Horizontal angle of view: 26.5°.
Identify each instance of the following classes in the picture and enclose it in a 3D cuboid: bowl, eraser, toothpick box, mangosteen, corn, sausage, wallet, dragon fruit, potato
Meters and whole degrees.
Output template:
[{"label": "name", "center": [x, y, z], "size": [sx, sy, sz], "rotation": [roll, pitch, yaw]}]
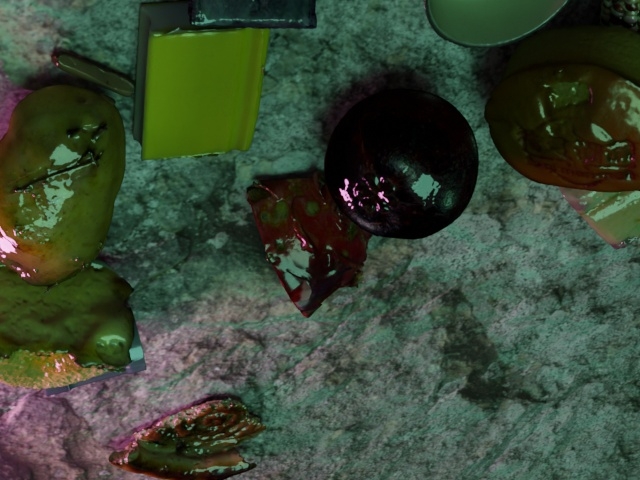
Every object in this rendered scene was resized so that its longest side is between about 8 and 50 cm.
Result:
[{"label": "bowl", "center": [0.213, -0.352, 1.700], "size": [0.211, 0.112, 0.211], "rotation": [-12, 138, -11]}, {"label": "eraser", "center": [-0.153, -0.204, 1.734], "size": [0.158, 0.069, 0.226], "rotation": [-6, 138, -16]}, {"label": "toothpick box", "center": [-0.346, 0.165, 2.033], "size": [0.153, 0.101, 0.101], "rotation": [-15, 140, -11]}, {"label": "mangosteen", "center": [0.121, -0.112, 1.873], "size": [0.216, 0.216, 0.216], "rotation": [-13, 139, -11]}, {"label": "corn", "center": [0.424, -0.335, 1.840], "size": [0.092, 0.092, 0.281], "rotation": [-17, 136, -6]}, {"label": "sausage", "center": [-0.284, -0.209, 1.703], "size": [0.116, 0.026, 0.026], "rotation": [20, 125, -38]}, {"label": "wallet", "center": [-0.081, -0.311, 1.640], "size": [0.165, 0.030, 0.111], "rotation": [-2, 102, -22]}, {"label": "dragon fruit", "center": [0.008, 0.006, 1.994], "size": [0.161, 0.126, 0.274], "rotation": [-24, 141, 4]}, {"label": "potato", "center": [-0.347, -0.061, 1.750], "size": [0.172, 0.140, 0.300], "rotation": [-1, 132, -30]}]

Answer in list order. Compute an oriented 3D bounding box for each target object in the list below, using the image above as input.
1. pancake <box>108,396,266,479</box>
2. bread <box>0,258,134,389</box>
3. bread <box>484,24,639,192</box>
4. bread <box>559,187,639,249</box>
[{"label": "pancake", "center": [-0.215, 0.365, 2.348], "size": [0.257, 0.056, 0.212], "rotation": [-22, 140, 0]}, {"label": "bread", "center": [-0.392, 0.124, 1.914], "size": [0.251, 0.174, 0.133], "rotation": [1, 151, -22]}, {"label": "bread", "center": [0.366, -0.173, 1.873], "size": [0.269, 0.148, 0.270], "rotation": [17, 147, 11]}, {"label": "bread", "center": [0.526, -0.146, 2.039], "size": [0.338, 0.155, 0.187], "rotation": [-34, 131, 17]}]
